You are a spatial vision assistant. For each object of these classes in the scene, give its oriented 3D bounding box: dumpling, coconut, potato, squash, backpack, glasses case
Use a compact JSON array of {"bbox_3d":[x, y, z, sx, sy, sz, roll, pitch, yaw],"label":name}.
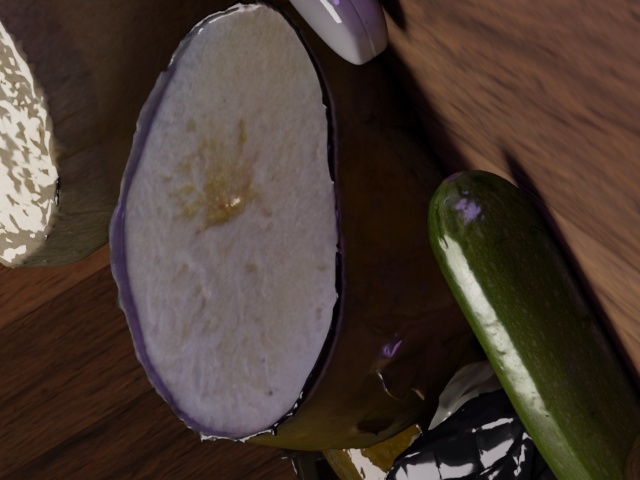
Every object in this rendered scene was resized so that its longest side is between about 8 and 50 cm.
[{"bbox_3d":[0.116,0.142,1.417,0.188,0.127,0.108,-124,17,-71],"label":"dumpling"},{"bbox_3d":[-0.227,-0.211,1.545,0.404,0.404,0.404,59,176,7],"label":"coconut"},{"bbox_3d":[0.000,0.000,1.356,0.196,0.246,0.300,11,-115,-44],"label":"potato"},{"bbox_3d":[0.131,0.066,1.124,0.239,0.069,0.069,61,175,-13],"label":"squash"},{"bbox_3d":[0.123,0.149,1.269,0.165,0.106,0.120,-16,107,41],"label":"backpack"},{"bbox_3d":[-0.018,-0.188,1.201,0.193,0.049,0.074,58,176,22],"label":"glasses case"}]

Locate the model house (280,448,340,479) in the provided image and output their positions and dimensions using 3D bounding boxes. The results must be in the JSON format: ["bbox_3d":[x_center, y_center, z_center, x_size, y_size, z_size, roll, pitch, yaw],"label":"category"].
[{"bbox_3d":[0.062,0.164,1.892,0.211,0.204,0.243,66,-172,-55],"label":"model house"}]

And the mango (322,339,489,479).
[{"bbox_3d":[0.104,0.185,1.637,0.176,0.175,0.329,-7,-125,-45],"label":"mango"}]
